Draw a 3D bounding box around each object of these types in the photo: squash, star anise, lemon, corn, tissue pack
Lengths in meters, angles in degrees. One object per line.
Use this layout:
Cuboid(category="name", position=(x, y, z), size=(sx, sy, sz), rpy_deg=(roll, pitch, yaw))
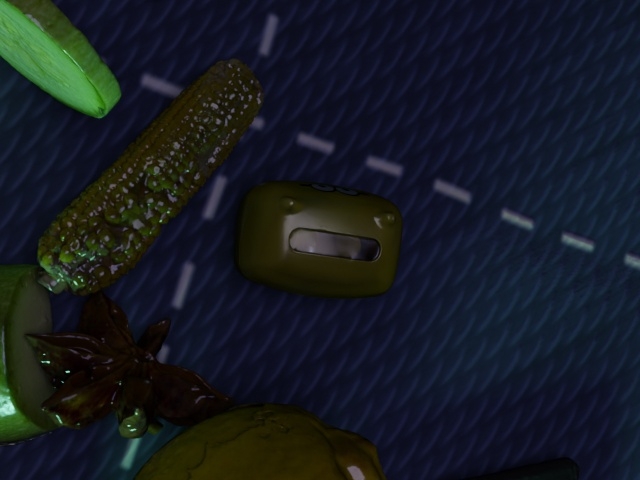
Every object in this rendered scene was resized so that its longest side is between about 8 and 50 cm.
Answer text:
Cuboid(category="squash", position=(-0.290, -0.202, 1.560), size=(0.219, 0.219, 0.041), rpy_deg=(44, 77, -11))
Cuboid(category="star anise", position=(-0.204, 0.146, 1.611), size=(0.212, 0.196, 0.111), rpy_deg=(38, 106, 1))
Cuboid(category="lemon", position=(-0.068, 0.307, 1.571), size=(0.297, 0.297, 0.297), rpy_deg=(1, 88, -17))
Cuboid(category="squash", position=(-0.356, 0.121, 1.596), size=(0.184, 0.085, 0.192), rpy_deg=(-7, 88, -18))
Cuboid(category="corn", position=(-0.180, -0.063, 1.653), size=(0.097, 0.097, 0.320), rpy_deg=(44, 76, -11))
Cuboid(category="tissue pack", position=(0.000, 0.000, 1.685), size=(0.178, 0.127, 0.123), rpy_deg=(8, 88, -15))

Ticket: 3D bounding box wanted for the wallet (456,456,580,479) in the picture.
Cuboid(category="wallet", position=(0.153, 0.354, 1.761), size=(0.321, 0.044, 0.170), rpy_deg=(-9, 91, -20))
